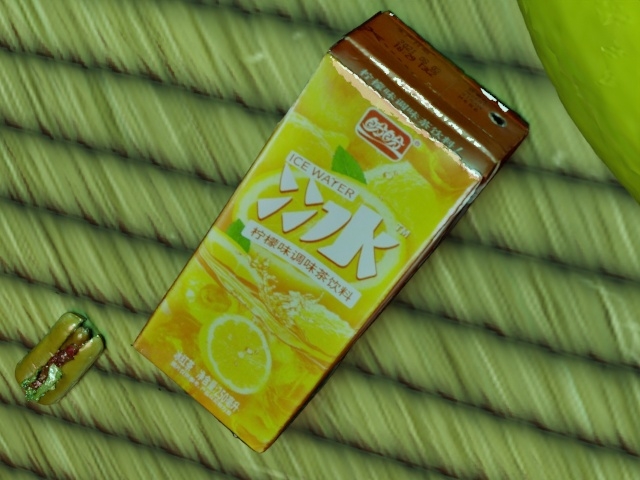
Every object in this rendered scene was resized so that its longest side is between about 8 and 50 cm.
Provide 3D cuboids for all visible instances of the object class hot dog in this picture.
[{"bbox_3d":[-0.162,0.075,0.960,0.037,0.021,0.083,43,126,2],"label":"hot dog"}]

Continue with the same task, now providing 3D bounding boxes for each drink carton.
[{"bbox_3d":[0.000,0.000,0.800,0.096,0.071,0.223,41,128,5],"label":"drink carton"}]

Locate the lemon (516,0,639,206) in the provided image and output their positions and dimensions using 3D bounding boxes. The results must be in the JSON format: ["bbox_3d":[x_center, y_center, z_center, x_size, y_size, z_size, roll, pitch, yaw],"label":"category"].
[{"bbox_3d":[0.202,-0.137,0.459,0.348,0.348,0.348,13,121,22],"label":"lemon"}]
